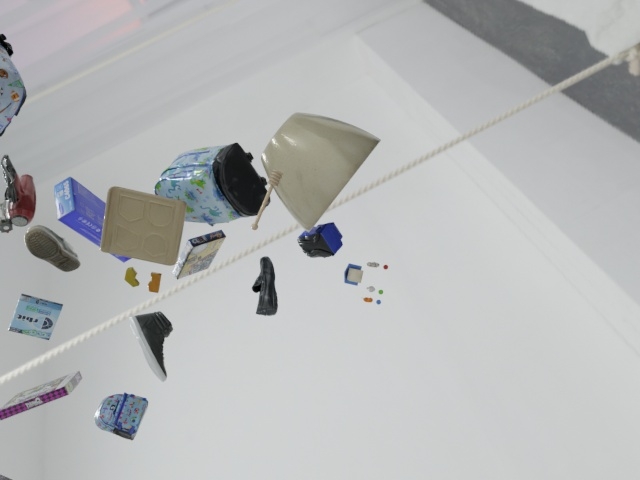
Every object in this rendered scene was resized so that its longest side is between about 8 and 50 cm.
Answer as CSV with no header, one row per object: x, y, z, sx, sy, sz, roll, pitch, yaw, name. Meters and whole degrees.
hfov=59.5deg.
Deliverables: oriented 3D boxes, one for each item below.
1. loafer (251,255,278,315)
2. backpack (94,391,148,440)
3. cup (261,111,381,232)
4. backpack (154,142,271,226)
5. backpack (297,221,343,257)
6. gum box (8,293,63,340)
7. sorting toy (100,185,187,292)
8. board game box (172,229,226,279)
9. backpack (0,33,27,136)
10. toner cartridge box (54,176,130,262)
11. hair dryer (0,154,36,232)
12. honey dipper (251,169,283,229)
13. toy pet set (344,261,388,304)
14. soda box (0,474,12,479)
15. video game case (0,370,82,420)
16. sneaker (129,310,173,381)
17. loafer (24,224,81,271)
-0.187,0.146,1.841,0.076,0.079,0.223,106,159,-51,loafer
-0.758,0.651,2.122,0.116,0.174,0.158,119,170,-50,backpack
-0.023,-0.222,1.573,0.237,0.331,0.331,39,180,-1,cup
-0.402,-0.192,1.965,0.356,0.273,0.290,18,148,38,backpack
0.000,0.000,1.697,0.101,0.120,0.097,-46,-67,-43,backpack
-1.132,0.306,2.228,0.157,0.184,0.041,21,-148,-24,gum box
-0.543,0.001,1.703,0.041,0.229,0.306,-107,30,-71,sorting toy
-0.507,0.060,2.339,0.042,0.165,0.243,54,135,17,board game box
-0.965,-0.430,1.572,0.263,0.276,0.213,43,-162,20,backpack
-0.803,-0.067,2.026,0.348,0.075,0.165,52,-169,-55,toner cartridge box
-0.907,-0.150,1.697,0.293,0.080,0.223,-148,65,-67,hair dryer
-0.137,-0.100,1.411,0.031,0.160,0.030,22,-179,0,honey dipper
0.131,0.119,1.682,0.065,0.114,0.122,-167,90,-77,toy pet set
-0.831,0.665,1.376,0.053,0.060,0.168,66,-140,-69,soda box
-0.992,0.549,1.998,0.210,0.232,0.041,-170,60,-80,video game case
-0.650,0.417,2.280,0.295,0.147,0.104,62,148,10,sneaker
-0.971,0.021,2.020,0.092,0.102,0.268,59,173,33,loafer
